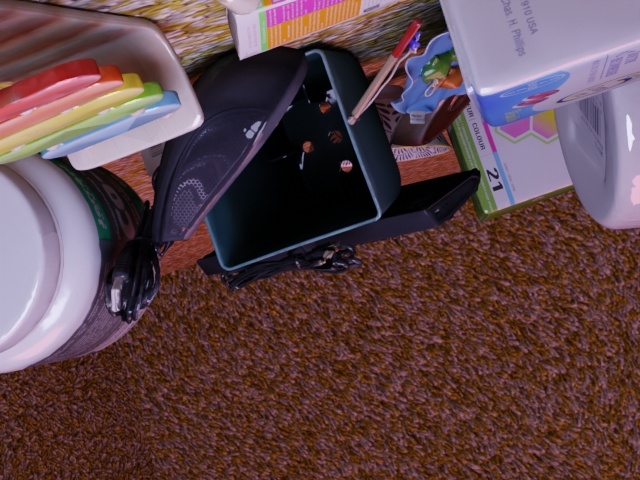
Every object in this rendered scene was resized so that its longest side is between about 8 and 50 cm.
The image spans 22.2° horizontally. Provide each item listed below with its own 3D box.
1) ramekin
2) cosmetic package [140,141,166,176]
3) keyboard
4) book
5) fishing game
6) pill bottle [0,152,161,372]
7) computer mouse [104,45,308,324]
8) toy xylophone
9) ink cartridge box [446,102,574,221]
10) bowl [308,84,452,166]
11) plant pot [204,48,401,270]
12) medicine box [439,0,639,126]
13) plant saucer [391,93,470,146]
[{"bbox_3d":[0.326,-0.142,1.636,0.135,0.277,0.277,-10,176,-6],"label":"ramekin"},{"bbox_3d":[-0.131,-0.101,1.621,0.041,0.060,0.115,-19,178,32],"label":"cosmetic package"},{"bbox_3d":[0.000,0.000,1.624,0.317,0.033,0.201,-13,-165,42],"label":"keyboard"},{"bbox_3d":[0.003,-0.181,1.200,0.144,0.035,0.096,-18,174,-5],"label":"book"},{"bbox_3d":[0.144,-0.171,1.501,0.264,0.041,0.189,-22,158,-42],"label":"fishing game"},{"bbox_3d":[-0.280,0.017,1.481,0.204,0.204,0.361,-18,178,7],"label":"pill bottle"},{"bbox_3d":[-0.111,-0.070,1.407,0.272,0.072,0.188,-51,-168,26],"label":"computer mouse"},{"bbox_3d":[-0.172,-0.105,1.065,0.236,0.081,0.322,-20,177,29],"label":"toy xylophone"},{"bbox_3d":[0.269,-0.153,1.825,0.255,0.189,0.097,-19,176,0],"label":"ink cartridge box"},{"bbox_3d":[0.062,-0.133,1.858,0.170,0.080,0.170,-6,178,0],"label":"bowl"},{"bbox_3d":[-0.013,-0.092,1.605,0.165,0.166,0.234,-19,-176,19],"label":"plant pot"},{"bbox_3d":[0.221,-0.196,1.088,0.289,0.149,0.263,-17,177,7],"label":"medicine box"},{"bbox_3d":[0.135,-0.156,1.656,0.168,0.029,0.168,-47,170,-11],"label":"plant saucer"}]
